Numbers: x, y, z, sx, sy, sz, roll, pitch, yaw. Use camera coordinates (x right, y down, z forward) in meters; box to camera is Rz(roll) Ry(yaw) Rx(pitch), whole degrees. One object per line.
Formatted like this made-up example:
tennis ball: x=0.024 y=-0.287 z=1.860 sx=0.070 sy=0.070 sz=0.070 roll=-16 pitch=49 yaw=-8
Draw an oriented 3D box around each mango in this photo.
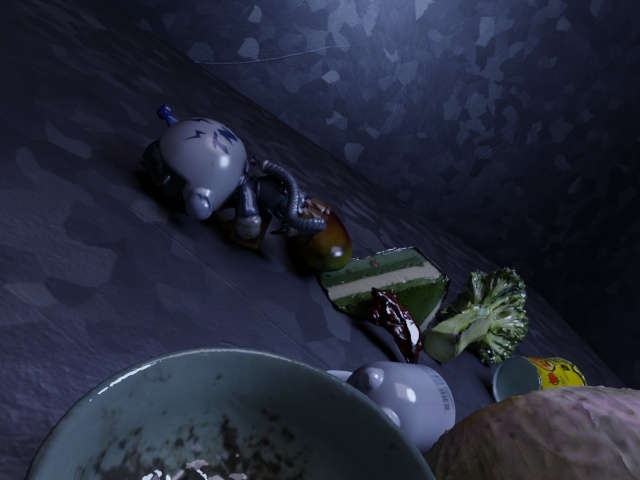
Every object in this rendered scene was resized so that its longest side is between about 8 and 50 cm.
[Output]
mango: x=0.000 y=0.000 z=1.077 sx=0.133 sy=0.111 sz=0.267 roll=6 pitch=24 yaw=-12

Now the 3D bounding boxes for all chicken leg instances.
chicken leg: x=0.162 y=0.190 z=0.956 sx=0.089 sy=0.048 sz=0.219 roll=-23 pitch=75 yaw=-27

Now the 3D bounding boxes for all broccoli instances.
broccoli: x=0.392 y=0.234 z=1.217 sx=0.361 sy=0.252 sz=0.221 roll=-29 pitch=58 yaw=-32

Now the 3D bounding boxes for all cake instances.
cake: x=0.134 y=0.142 z=1.102 sx=0.283 sy=0.172 sz=0.158 roll=-10 pitch=35 yaw=-21

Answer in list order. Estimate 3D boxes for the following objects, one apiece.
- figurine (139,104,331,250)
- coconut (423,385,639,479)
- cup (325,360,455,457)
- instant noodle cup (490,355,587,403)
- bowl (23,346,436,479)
figurine: x=-0.172 y=-0.109 z=0.934 sx=0.382 sy=0.186 sz=0.261 roll=31 pitch=14 yaw=-6
coconut: x=0.247 y=0.307 z=0.396 sx=0.404 sy=0.405 sz=0.404 roll=33 pitch=19 yaw=-13
cup: x=0.088 y=0.228 z=0.679 sx=0.142 sy=0.134 sz=0.173 roll=19 pitch=27 yaw=-40
instant noodle cup: x=0.513 y=0.358 z=1.114 sx=0.144 sy=0.182 sz=0.182 roll=19 pitch=24 yaw=-23
bowl: x=-0.060 y=0.225 z=0.344 sx=0.289 sy=0.146 sz=0.289 roll=16 pitch=21 yaw=-6
